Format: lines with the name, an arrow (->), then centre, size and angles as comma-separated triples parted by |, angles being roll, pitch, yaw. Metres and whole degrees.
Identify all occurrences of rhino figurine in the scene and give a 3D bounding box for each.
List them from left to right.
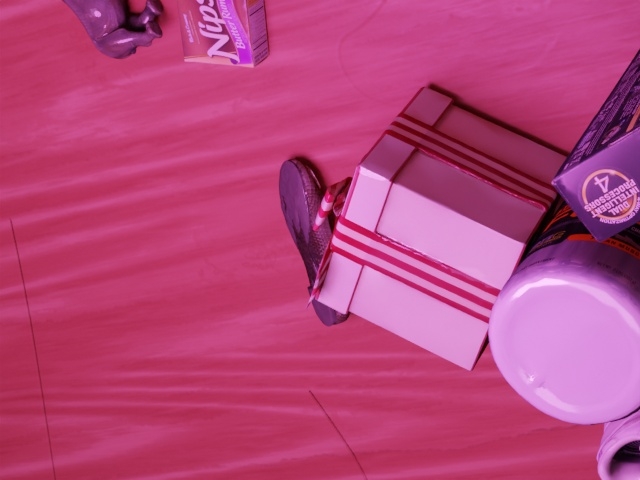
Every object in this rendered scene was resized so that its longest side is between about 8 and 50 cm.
rhino figurine -> -0.317, -0.352, 2.115 | 0.106, 0.073, 0.243 | -34, 97, 34

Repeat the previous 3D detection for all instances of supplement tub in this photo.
supplement tub -> 0.345, 0.050, 1.830 | 0.207, 0.338, 0.207 | 12, 121, 21

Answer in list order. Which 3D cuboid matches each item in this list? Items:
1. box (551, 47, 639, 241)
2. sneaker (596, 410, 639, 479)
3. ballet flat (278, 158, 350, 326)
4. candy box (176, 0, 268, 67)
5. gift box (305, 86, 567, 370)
box -> 0.437, -0.182, 1.619 | 0.318, 0.395, 0.097 | -34, 98, 36
sneaker -> 0.495, 0.256, 1.987 | 0.305, 0.152, 0.114 | -21, 104, 33
ballet flat -> 0.000, 0.000, 2.165 | 0.084, 0.058, 0.249 | 16, 125, 62
candy box -> -0.134, -0.326, 2.047 | 0.109, 0.053, 0.186 | 8, 119, 23
gift box -> 0.134, -0.003, 1.964 | 0.258, 0.255, 0.276 | 27, 124, 10
